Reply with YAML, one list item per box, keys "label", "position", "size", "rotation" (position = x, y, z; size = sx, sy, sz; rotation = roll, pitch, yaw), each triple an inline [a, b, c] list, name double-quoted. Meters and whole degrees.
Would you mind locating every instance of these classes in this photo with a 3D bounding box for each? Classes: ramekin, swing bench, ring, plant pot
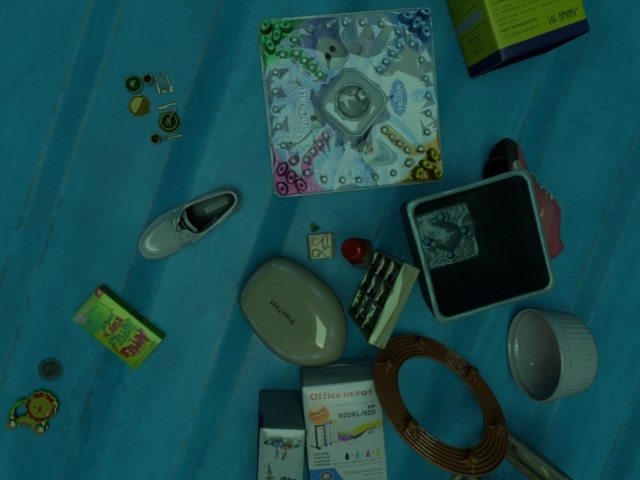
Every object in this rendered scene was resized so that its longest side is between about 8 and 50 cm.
- label: "ramekin"
  position: [0.520, 0.252, 1.277]
  size: [0.108, 0.207, 0.207]
  rotation: [-2, 95, -13]
- label: "swing bench"
  position: [0.428, 0.571, 1.252]
  size: [0.165, 0.253, 0.255]
  rotation: [33, 91, -45]
- label: "ring"
  position: [0.262, 0.332, 1.211]
  size: [0.336, 0.337, 0.032]
  rotation: [29, 125, -6]
- label: "plant pot"
  position: [0.300, 0.002, 1.208]
  size: [0.247, 0.252, 0.247]
  rotation: [-16, 96, -2]

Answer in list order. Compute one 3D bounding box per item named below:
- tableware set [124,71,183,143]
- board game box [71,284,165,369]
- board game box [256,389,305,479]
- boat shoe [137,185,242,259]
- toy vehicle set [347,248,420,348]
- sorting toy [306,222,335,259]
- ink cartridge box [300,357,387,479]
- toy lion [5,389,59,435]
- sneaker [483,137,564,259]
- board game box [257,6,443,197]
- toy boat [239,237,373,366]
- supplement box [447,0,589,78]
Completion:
- label: "tableware set"
  position: [-0.366, -0.288, 1.247]
  size: [0.103, 0.024, 0.154]
  rotation: [-13, 96, -3]
- label: "board game box"
  position: [-0.447, 0.193, 1.274]
  size: [0.181, 0.043, 0.092]
  rotation: [41, 91, -7]
- label: "board game box"
  position: [-0.093, 0.508, 1.239]
  size: [0.097, 0.224, 0.304]
  rotation: [1, 94, -5]
- label: "boat shoe"
  position: [-0.290, -0.042, 1.244]
  size: [0.258, 0.084, 0.095]
  rotation: [-35, 97, -1]
- label: "toy vehicle set"
  position: [0.125, 0.111, 1.198]
  size: [0.035, 0.267, 0.166]
  rotation: [24, 92, -7]
- label: "sorting toy"
  position: [0.000, 0.000, 1.305]
  size: [0.061, 0.012, 0.083]
  rotation: [-4, 99, 1]
- label: "ink cartridge box"
  position: [0.046, 0.398, 1.267]
  size: [0.171, 0.168, 0.233]
  rotation: [-5, 95, -3]
- label: "toy lion"
  position: [-0.644, 0.382, 1.285]
  size: [0.100, 0.034, 0.096]
  rotation: [12, 87, -5]
- label: "sneaker"
  position: [0.470, -0.087, 1.299]
  size: [0.136, 0.116, 0.314]
  rotation: [-20, 103, -12]
- label: "board game box"
  position: [0.072, -0.307, 1.265]
  size: [0.389, 0.050, 0.390]
  rotation: [-6, 96, -4]
- label: "toy boat"
  position: [-0.005, 0.116, 1.246]
  size: [0.318, 0.148, 0.267]
  rotation: [-45, 75, 6]
- label: "supplement box"
  position: [0.379, -0.554, 1.193]
  size: [0.194, 0.195, 0.357]
  rotation: [-19, 97, -3]
